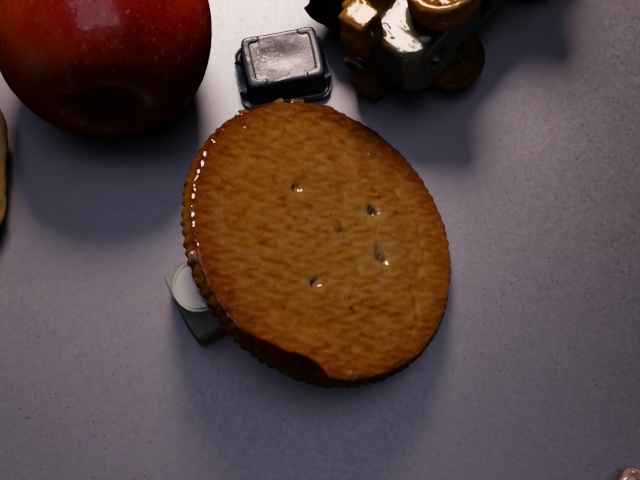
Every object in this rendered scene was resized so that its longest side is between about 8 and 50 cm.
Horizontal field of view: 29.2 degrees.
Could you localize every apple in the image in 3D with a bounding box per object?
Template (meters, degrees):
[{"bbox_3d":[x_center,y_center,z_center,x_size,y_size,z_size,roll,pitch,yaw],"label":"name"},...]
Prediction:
[{"bbox_3d":[-0.215,-0.212,1.213,0.218,0.218,0.201,6,72,0],"label":"apple"}]

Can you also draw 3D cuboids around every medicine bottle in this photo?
[{"bbox_3d":[-0.115,0.056,1.201,0.055,0.118,0.074,-27,80,-8],"label":"medicine bottle"}]

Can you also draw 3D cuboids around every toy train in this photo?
[{"bbox_3d":[0.128,-0.324,1.278,0.232,0.163,0.369,38,79,20],"label":"toy train"}]

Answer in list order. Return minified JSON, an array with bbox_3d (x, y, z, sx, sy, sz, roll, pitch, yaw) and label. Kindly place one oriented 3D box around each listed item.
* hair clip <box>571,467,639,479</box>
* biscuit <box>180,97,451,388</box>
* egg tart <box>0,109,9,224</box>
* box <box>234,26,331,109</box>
[{"bbox_3d":[0.224,0.325,1.172,0.300,0.069,0.173,-10,79,-14],"label":"hair clip"},{"bbox_3d":[0.000,0.000,1.197,0.305,0.038,0.305,14,61,-27],"label":"biscuit"},{"bbox_3d":[-0.481,-0.077,1.218,0.345,0.132,0.345,0,75,0],"label":"egg tart"},{"bbox_3d":[-0.040,-0.185,1.291,0.099,0.054,0.074,-11,76,-3],"label":"box"}]
